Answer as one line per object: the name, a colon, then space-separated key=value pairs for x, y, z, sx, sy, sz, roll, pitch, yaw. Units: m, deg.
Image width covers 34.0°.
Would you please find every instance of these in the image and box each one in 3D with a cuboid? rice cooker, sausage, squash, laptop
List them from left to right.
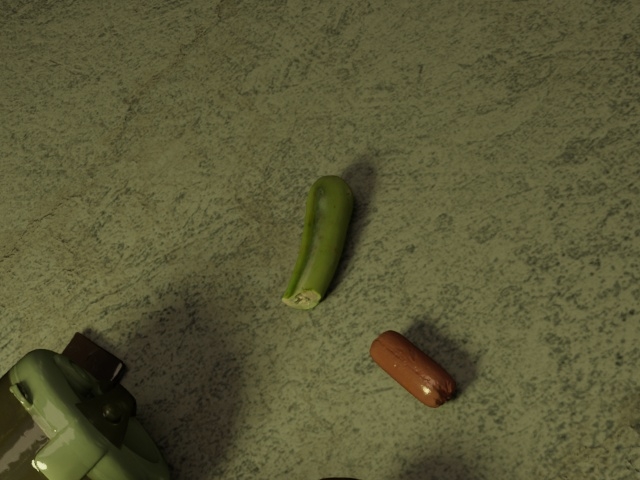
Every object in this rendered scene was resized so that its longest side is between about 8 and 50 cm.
rice cooker: x=-0.419 y=0.357 z=1.645 sx=0.325 sy=0.335 sz=0.335 roll=-45 pitch=50 yaw=-4
laptop: x=-0.455 y=0.281 z=1.894 sx=0.154 sy=0.026 sz=0.207 roll=25 pitch=75 yaw=35
squash: x=0.000 y=0.000 z=1.794 sx=0.083 sy=0.083 sz=0.250 roll=1 pitch=65 yaw=29
sausage: x=0.141 y=0.196 z=1.597 sx=0.062 sy=0.062 sz=0.154 roll=-47 pitch=51 yaw=-6

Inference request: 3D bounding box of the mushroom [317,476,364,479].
mushroom: x=0.050 y=0.448 z=1.413 sx=0.254 sy=0.267 sz=0.267 roll=-27 pitch=41 yaw=57
